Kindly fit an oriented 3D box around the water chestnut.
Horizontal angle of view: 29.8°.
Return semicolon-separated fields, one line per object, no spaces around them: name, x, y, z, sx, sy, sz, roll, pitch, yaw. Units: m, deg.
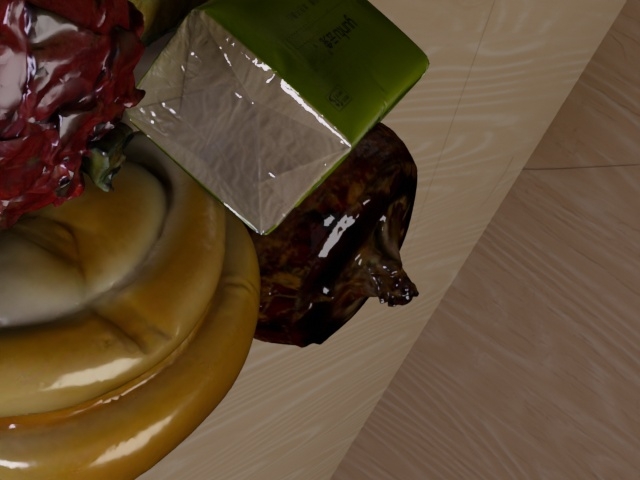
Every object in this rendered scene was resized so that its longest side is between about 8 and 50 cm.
water chestnut;0.000;0.000;1.585;0.350;0.302;0.350;-49;160;-24

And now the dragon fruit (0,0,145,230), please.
dragon fruit;-0.255;-0.155;0.872;0.244;0.244;0.299;-29;110;-48

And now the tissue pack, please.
tissue pack;-0.035;-0.165;1.252;0.167;0.200;0.275;-46;-178;34

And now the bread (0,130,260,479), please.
bread;-0.254;0.064;1.220;0.424;0.329;0.245;-49;135;-37

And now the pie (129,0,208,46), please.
pie;-0.142;-0.296;1.108;0.306;0.071;0.306;-46;163;-19
